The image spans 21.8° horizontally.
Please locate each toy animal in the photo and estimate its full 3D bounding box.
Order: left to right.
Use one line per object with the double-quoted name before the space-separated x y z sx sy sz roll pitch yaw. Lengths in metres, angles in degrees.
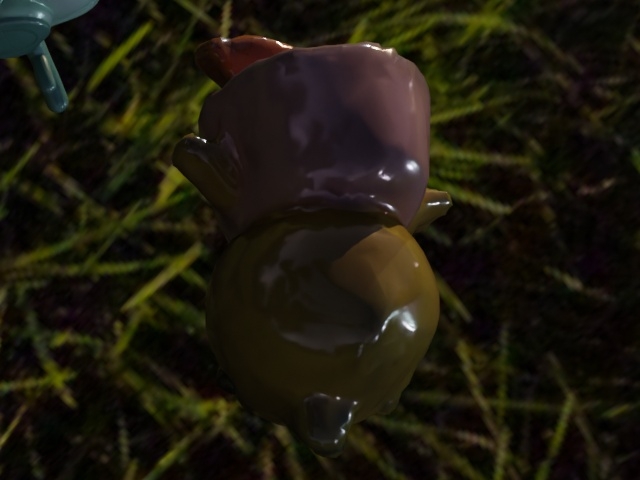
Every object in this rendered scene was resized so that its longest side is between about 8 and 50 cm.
"toy animal" 0.002 0.000 1.034 0.195 0.169 0.281 13 67 -23

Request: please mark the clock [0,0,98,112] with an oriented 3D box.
"clock" -0.146 -0.157 0.733 0.066 0.211 0.159 -17 50 1
